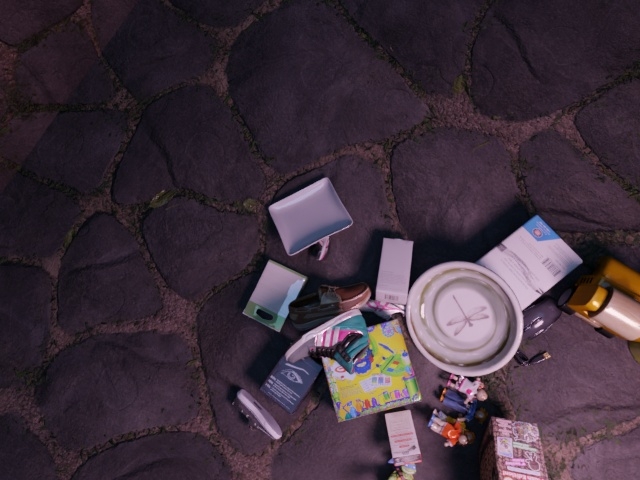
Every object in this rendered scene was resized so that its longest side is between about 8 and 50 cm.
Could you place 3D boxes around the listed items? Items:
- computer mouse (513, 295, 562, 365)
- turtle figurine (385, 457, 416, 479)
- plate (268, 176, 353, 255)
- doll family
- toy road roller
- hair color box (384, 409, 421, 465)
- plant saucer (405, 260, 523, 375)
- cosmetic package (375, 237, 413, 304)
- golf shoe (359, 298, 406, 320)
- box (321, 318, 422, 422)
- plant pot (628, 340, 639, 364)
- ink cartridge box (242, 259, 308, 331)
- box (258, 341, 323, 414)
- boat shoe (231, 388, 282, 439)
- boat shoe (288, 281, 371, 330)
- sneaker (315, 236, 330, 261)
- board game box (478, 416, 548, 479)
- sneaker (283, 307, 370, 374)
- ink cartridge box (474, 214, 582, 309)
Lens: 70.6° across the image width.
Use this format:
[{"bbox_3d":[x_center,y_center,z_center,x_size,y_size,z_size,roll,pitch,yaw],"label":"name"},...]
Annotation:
[{"bbox_3d":[0.771,0.325,1.600,0.262,0.060,0.184,-32,74,0],"label":"computer mouse"},{"bbox_3d":[0.266,0.871,1.453,0.275,0.198,0.266,27,99,50],"label":"turtle figurine"},{"bbox_3d":[-0.041,-0.091,1.783,0.277,0.045,0.278,-27,53,1],"label":"plate"},{"bbox_3d":[0.484,0.598,1.563,0.163,0.118,0.263,26,63,19],"label":"doll family"},{"bbox_3d":[0.953,0.175,1.470,0.203,0.329,0.240,32,90,10],"label":"toy road roller"},{"bbox_3d":[0.280,0.670,1.541,0.093,0.053,0.167,-11,31,5],"label":"hair color box"},{"bbox_3d":[0.502,0.265,1.585,0.401,0.101,0.400,3,96,32],"label":"plant saucer"},{"bbox_3d":[0.275,0.111,1.677,0.118,0.085,0.231,8,58,10],"label":"cosmetic package"},{"bbox_3d":[0.230,0.257,1.687,0.186,0.067,0.085,-5,77,7],"label":"golf shoe"},{"bbox_3d":[0.171,0.451,1.593,0.290,0.177,0.279,-16,75,4],"label":"box"},{"bbox_3d":[1.146,0.336,1.446,0.276,0.254,0.275,-2,77,8],"label":"plant pot"},{"bbox_3d":[-0.173,0.214,1.760,0.171,0.056,0.235,24,84,13],"label":"ink cartridge box"},{"bbox_3d":[-0.098,0.501,1.654,0.153,0.108,0.207,35,83,14],"label":"box"},{"bbox_3d":[-0.240,0.651,1.655,0.228,0.080,0.076,40,91,16],"label":"boat shoe"},{"bbox_3d":[0.031,0.226,1.676,0.325,0.123,0.116,-24,118,1],"label":"boat shoe"},{"bbox_3d":[0.000,0.000,1.787,0.077,0.072,0.178,6,67,17],"label":"sneaker"},{"bbox_3d":[0.583,0.737,1.375,0.141,0.232,0.291,6,38,10],"label":"board game box"},{"bbox_3d":[0.040,0.369,1.485,0.296,0.123,0.178,-30,64,-1],"label":"sneaker"},{"bbox_3d":[0.721,0.096,1.625,0.307,0.129,0.223,-38,75,-2],"label":"ink cartridge box"}]
